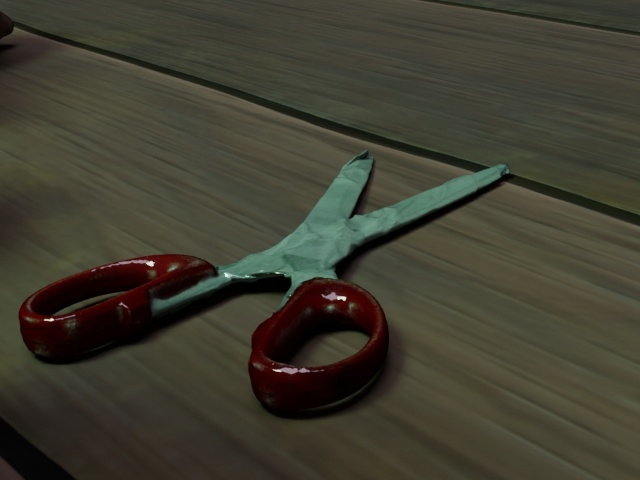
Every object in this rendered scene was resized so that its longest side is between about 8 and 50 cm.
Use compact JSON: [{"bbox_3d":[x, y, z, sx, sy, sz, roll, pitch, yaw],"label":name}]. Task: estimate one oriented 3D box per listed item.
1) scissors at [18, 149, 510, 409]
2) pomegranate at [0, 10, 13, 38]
[{"bbox_3d":[0.000,0.000,0.497,0.144,0.017,0.247,9,24,27],"label":"scissors"},{"bbox_3d":[-0.288,-0.185,0.867,0.163,0.138,0.125,18,-8,-43],"label":"pomegranate"}]
